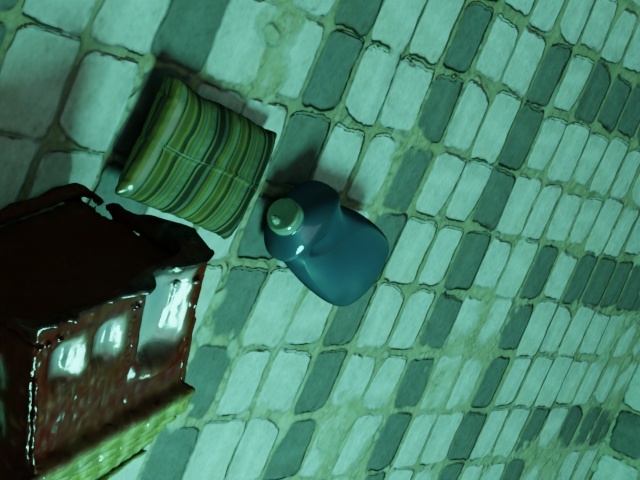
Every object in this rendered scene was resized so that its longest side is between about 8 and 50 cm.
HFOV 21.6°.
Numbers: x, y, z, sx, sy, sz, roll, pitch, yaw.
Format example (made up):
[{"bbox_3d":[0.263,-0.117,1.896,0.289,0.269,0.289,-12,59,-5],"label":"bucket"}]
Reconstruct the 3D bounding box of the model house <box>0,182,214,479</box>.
[{"bbox_3d":[-0.210,0.108,1.308,0.196,0.160,0.254,-28,138,-48],"label":"model house"}]

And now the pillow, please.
[{"bbox_3d":[-0.103,-0.067,1.463,0.113,0.038,0.203,-64,153,2],"label":"pillow"}]

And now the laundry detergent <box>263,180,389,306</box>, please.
[{"bbox_3d":[-0.001,-0.001,1.676,0.097,0.061,0.206,-54,151,0],"label":"laundry detergent"}]
